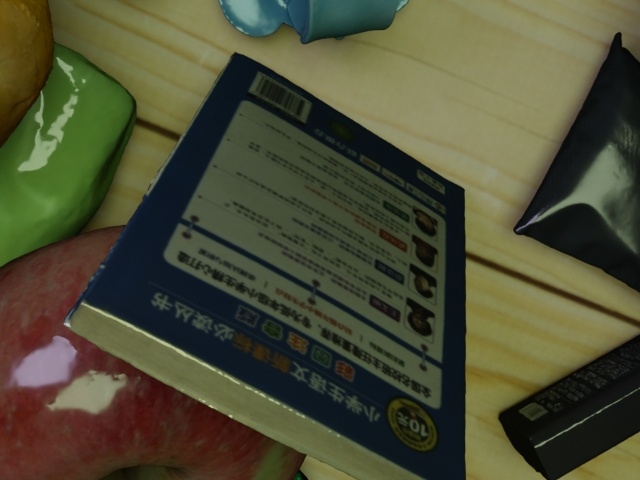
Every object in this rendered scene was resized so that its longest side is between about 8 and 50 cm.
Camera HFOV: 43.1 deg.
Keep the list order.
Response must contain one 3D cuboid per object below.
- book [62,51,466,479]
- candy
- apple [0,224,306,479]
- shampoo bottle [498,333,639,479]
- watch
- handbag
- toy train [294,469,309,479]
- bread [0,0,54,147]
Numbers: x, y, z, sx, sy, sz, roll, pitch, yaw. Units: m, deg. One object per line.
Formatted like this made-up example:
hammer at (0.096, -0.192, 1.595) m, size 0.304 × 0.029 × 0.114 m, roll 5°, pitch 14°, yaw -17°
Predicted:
book at (0.000, 0.000, 0.704) m, size 0.300 × 0.428 × 0.039 m, roll 30°, pitch 124°, yaw -10°
candy at (-0.310, -0.024, 0.777) m, size 0.142 × 0.132 × 0.344 m, roll 33°, pitch 89°, yaw -1°
apple at (-0.172, 0.124, 0.719) m, size 0.344 × 0.269 × 0.345 m, roll -11°, pitch 132°, yaw -12°
shampoo bottle at (0.355, 0.153, 0.898) m, size 0.309 × 0.098 × 0.071 m, roll -29°, pitch 97°, yaw -5°
watch at (0.003, -0.288, 0.776) m, size 0.210 × 0.193 × 0.211 m, roll -1°, pitch 94°, yaw -10°
handbag at (0.358, -0.070, 0.894) m, size 0.211 × 0.088 × 0.254 m, roll 29°, pitch 85°, yaw -6°
toy train at (-0.052, 0.329, 0.855) m, size 0.136 × 0.091 × 0.228 m, roll -28°, pitch 97°, yaw -16°
bread at (-0.335, -0.167, 0.663) m, size 0.328 × 0.148 × 0.337 m, roll -37°, pitch 55°, yaw 19°
